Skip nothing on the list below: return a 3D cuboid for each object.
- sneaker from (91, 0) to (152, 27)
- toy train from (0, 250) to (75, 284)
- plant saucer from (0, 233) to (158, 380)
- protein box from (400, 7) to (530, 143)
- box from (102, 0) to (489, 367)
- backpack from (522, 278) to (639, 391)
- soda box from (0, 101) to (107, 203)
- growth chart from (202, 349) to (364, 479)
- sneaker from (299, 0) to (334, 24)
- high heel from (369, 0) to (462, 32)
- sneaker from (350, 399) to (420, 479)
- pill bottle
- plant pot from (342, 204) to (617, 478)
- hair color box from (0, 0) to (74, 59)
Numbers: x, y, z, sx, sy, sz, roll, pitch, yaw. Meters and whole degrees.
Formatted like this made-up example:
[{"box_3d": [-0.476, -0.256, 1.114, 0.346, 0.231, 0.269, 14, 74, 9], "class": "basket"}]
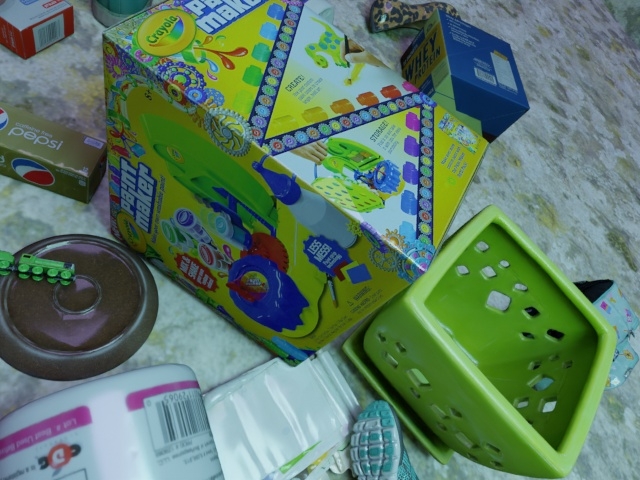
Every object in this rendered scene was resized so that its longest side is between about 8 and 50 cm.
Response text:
[{"box_3d": [-0.296, -0.478, 0.709, 0.108, 0.121, 0.301, 8, 59, -25], "class": "sneaker"}, {"box_3d": [-0.292, 0.026, 0.447, 0.084, 0.017, 0.023, 13, 47, -21], "class": "toy train"}, {"box_3d": [-0.259, 0.061, 0.473, 0.169, 0.029, 0.168, 12, 58, -21], "class": "plant saucer"}, {"box_3d": [0.295, -0.334, 0.931, 0.200, 0.136, 0.201, 13, 57, -21], "class": "protein box"}, {"box_3d": [-0.048, -0.049, 0.464, 0.279, 0.290, 0.177, 37, 54, 0], "class": "box"}, {"box_3d": [0.389, 0.146, 0.682, 0.189, 0.166, 0.144, -32, 82, -34], "class": "backpack"}, {"box_3d": [-0.346, -0.109, 0.505, 0.182, 0.061, 0.058, 21, 55, -16], "class": "soda box"}, {"box_3d": [-0.050, 0.215, 0.499, 0.238, 0.021, 0.171, -13, 70, -33], "class": "growth chart"}, {"box_3d": [-0.151, -0.377, 0.739, 0.236, 0.130, 0.323, 38, 56, 9], "class": "sneaker"}, {"box_3d": [0.231, -0.487, 1.045, 0.261, 0.093, 0.186, 35, 74, -22], "class": "high heel"}, {"box_3d": [0.082, 0.268, 0.509, 0.076, 0.065, 0.166, 12, 70, -51], "class": "sneaker"}, {"box_3d": [-0.141, 0.256, 0.338, 0.161, 0.160, 0.282, -9, 67, -32], "class": "pill bottle"}, {"box_3d": [0.177, 0.129, 0.553, 0.228, 0.207, 0.227, 49, 52, 5], "class": "plant pot"}, {"box_3d": [-0.434, -0.329, 0.592, 0.167, 0.053, 0.093, 34, 53, -5], "class": "hair color box"}]
